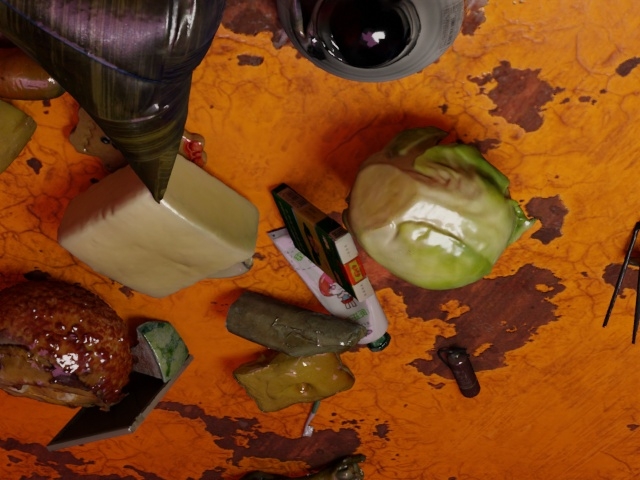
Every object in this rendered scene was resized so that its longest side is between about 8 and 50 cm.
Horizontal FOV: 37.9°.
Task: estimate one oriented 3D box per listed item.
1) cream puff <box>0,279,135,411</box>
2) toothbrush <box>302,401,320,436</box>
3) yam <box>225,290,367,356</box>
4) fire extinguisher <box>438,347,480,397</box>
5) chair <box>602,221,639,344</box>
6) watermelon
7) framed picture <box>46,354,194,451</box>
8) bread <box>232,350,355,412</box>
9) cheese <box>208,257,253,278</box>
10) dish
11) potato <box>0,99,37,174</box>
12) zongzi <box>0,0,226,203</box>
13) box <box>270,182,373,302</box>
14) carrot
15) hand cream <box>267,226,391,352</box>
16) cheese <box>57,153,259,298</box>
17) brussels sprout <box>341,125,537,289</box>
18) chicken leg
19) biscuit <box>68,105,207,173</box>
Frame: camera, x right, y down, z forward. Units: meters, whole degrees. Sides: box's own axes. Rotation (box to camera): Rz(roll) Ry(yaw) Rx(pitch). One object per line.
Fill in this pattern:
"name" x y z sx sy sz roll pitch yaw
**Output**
"cream puff" -0.526 0.197 1.825 0.350 0.229 0.350 8 160 3
"toothbrush" -0.011 0.376 2.104 0.024 0.018 0.257 8 138 -5
"yam" -0.045 0.171 1.781 0.259 0.106 0.106 17 141 21
"fire extinguisher" 0.286 0.264 1.928 0.078 0.045 0.157 8 144 32
"chair" 0.607 0.059 1.585 0.158 0.172 0.247 11 94 -4
"watermelon" -0.346 0.239 1.944 0.121 0.098 0.158 48 128 3
"framed picture" -0.407 0.329 1.925 0.211 0.289 0.020 -17 106 23
"bread" -0.051 0.277 1.956 0.233 0.088 0.161 -14 138 18
"cheese" -0.225 0.046 1.761 0.192 0.037 0.097 -17 131 23
"dish" 0.066 -0.306 1.274 0.273 0.134 0.273 4 136 4
"potato" -0.570 -0.150 1.471 0.178 0.158 0.203 1 164 44
"zongzi" -0.358 -0.259 1.296 0.403 0.208 0.432 13 127 -10
"box" 0.000 0.000 1.549 0.034 0.235 0.132 -31 124 -14
"carrot" -0.487 -0.258 1.434 0.193 0.087 0.087 3 137 2
"hand cream" 0.035 0.087 1.762 0.121 0.076 0.336 -19 125 24
"cheese" -0.279 -0.022 1.610 0.265 0.124 0.242 -23 141 37
"brussels sprout" 0.174 -0.050 1.438 0.294 0.259 0.227 7 112 -49
"chicken leg" -0.071 0.630 2.277 0.429 0.201 0.153 -23 122 11
"biscuit" -0.302 -0.158 1.555 0.225 0.036 0.166 21 135 -16
